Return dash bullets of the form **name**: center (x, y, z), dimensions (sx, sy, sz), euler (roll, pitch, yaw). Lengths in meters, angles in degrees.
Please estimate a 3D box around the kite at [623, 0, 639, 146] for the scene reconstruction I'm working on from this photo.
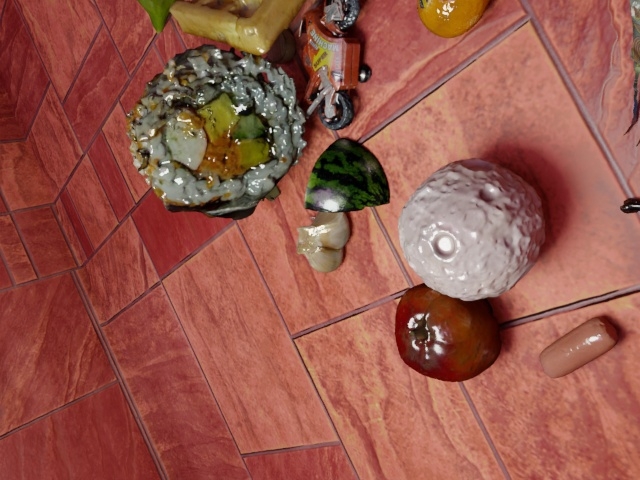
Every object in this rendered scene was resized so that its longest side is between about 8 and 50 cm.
- **kite**: center (0.479, -0.250, 0.744), dimensions (0.016, 0.127, 0.229), euler (-9, 123, 4)

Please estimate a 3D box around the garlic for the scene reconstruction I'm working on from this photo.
- **garlic**: center (0.012, -0.002, 1.272), dimensions (0.124, 0.099, 0.174), euler (13, 119, 18)

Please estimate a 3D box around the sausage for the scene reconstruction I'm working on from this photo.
- **sausage**: center (0.471, 0.200, 0.937), dimensions (0.062, 0.062, 0.154), euler (51, 131, 17)

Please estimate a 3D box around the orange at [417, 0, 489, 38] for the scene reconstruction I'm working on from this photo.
- **orange**: center (0.235, -0.427, 0.890), dimensions (0.135, 0.118, 0.135), euler (-178, 90, -84)

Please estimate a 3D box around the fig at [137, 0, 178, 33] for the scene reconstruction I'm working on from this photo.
- **fig**: center (-0.454, -0.704, 1.394), dimensions (0.206, 0.206, 0.275), euler (32, 138, 30)

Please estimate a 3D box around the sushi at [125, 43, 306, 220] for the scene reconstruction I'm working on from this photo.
- **sushi**: center (-0.226, -0.236, 1.135), dimensions (0.176, 0.418, 0.417), euler (50, 135, 44)

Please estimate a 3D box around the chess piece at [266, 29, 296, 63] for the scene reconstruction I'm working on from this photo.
- **chess piece**: center (-0.098, -0.472, 1.233), dimensions (0.084, 0.038, 0.083), euler (19, 119, 37)

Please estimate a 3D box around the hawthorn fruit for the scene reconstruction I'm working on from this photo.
- **hawthorn fruit**: center (0.248, 0.180, 1.022), dimensions (0.215, 0.250, 0.215), euler (-8, 76, 34)

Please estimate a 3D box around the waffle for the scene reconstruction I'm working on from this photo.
- **waffle**: center (-0.119, -0.553, 1.059), dimensions (0.304, 0.077, 0.348), euler (28, 80, 37)

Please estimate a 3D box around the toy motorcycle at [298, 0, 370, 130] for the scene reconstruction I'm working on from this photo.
- **toy motorcycle**: center (0.021, -0.396, 1.116), dimensions (0.171, 0.089, 0.298), euler (23, 120, 37)

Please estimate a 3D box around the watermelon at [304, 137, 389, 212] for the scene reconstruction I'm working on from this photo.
- **watermelon**: center (0.046, -0.129, 1.153), dimensions (0.193, 0.145, 0.137), euler (55, 137, 12)

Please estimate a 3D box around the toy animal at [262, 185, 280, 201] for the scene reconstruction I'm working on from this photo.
- **toy animal**: center (-0.182, -0.220, 1.363), dimensions (0.186, 0.094, 0.214), euler (18, 109, 28)

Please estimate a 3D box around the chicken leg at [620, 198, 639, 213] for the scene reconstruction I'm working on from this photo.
- **chicken leg**: center (0.569, -0.067, 0.763), dimensions (0.205, 0.053, 0.093), euler (-32, 59, 37)

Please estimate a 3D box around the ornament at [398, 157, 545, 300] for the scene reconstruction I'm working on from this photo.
- **ornament**: center (0.273, -0.013, 0.910), dimensions (0.225, 0.259, 0.259), euler (44, 130, 23)
